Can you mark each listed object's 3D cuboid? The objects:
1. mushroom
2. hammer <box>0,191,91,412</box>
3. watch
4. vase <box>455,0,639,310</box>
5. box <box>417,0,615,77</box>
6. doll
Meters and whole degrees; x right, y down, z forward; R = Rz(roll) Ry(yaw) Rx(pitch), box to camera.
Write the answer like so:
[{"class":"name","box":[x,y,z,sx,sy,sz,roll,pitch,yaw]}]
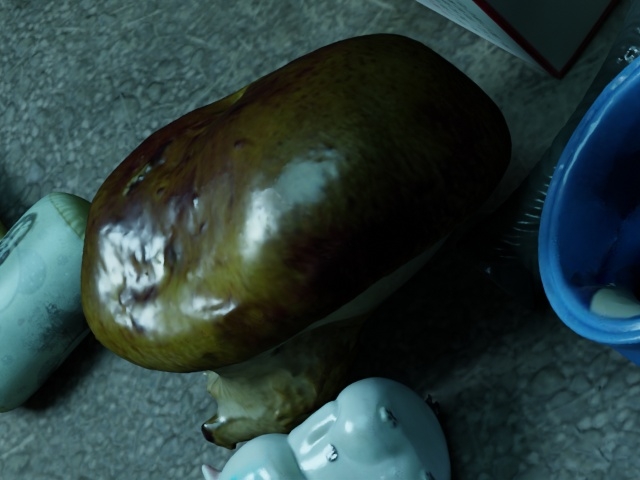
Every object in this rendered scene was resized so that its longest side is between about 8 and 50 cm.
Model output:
[{"class":"mushroom","box":[0.000,0.000,1.448,0.345,0.260,0.345,-28,9,5]},{"class":"hammer","box":[-0.297,0.009,1.750,0.202,0.113,0.305,-47,42,0]},{"class":"watch","box":[0.269,0.021,1.273,0.305,0.241,0.274,-60,31,-3]},{"class":"vase","box":[0.201,-0.062,1.432,0.237,0.115,0.115,-51,47,5]},{"class":"box","box":[0.109,-0.361,1.528,0.312,0.314,0.300,36,90,43]},{"class":"doll","box":[0.006,0.175,1.421,0.180,0.110,0.107,-29,5,13]}]
